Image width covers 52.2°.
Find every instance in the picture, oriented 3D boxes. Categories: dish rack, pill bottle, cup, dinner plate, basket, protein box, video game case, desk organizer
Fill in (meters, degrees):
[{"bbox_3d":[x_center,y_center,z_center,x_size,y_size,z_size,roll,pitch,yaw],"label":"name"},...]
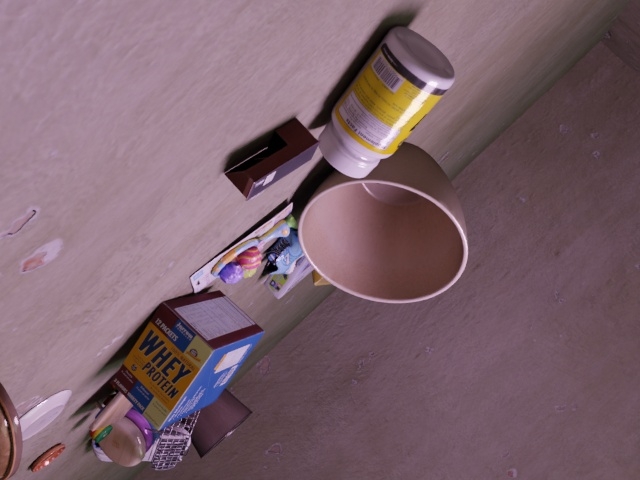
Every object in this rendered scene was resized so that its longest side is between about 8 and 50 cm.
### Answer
[{"bbox_3d":[-0.352,0.418,1.596,0.208,0.074,0.272,58,49,-69],"label":"dish rack"},{"bbox_3d":[0.091,-0.198,0.969,0.208,0.119,0.119,-49,169,36],"label":"pill bottle"},{"bbox_3d":[0.141,-0.068,1.335,0.331,0.331,0.237,-52,-165,45],"label":"cup"},{"bbox_3d":[-0.498,0.317,1.155,0.141,0.017,0.141,-42,172,-7],"label":"dinner plate"},{"bbox_3d":[-0.344,0.483,1.906,0.204,0.227,0.154,-35,168,-43],"label":"basket"},{"bbox_3d":[-0.251,0.223,1.263,0.200,0.136,0.201,-55,163,15],"label":"protein box"},{"bbox_3d":[0.000,0.000,1.637,0.269,0.061,0.244,-39,171,-45],"label":"video game case"},{"bbox_3d":[-0.066,-0.114,0.900,0.130,0.050,0.047,-37,169,-33],"label":"desk organizer"}]

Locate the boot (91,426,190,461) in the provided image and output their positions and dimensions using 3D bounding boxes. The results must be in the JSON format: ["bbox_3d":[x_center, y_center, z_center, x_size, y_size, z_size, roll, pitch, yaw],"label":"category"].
[{"bbox_3d":[-0.480,0.545,1.753,0.258,0.095,0.123,-5,156,-13],"label":"boot"}]

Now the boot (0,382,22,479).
[{"bbox_3d":[-0.479,0.286,0.842,0.115,0.112,0.305,-12,152,-52],"label":"boot"}]

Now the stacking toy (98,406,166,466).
[{"bbox_3d":[-0.423,0.431,1.701,0.141,0.141,0.330,-49,176,32],"label":"stacking toy"}]

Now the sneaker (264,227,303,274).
[{"bbox_3d":[-0.082,0.028,1.455,0.073,0.063,0.162,-17,147,-35],"label":"sneaker"}]

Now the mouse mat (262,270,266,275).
[{"bbox_3d":[-0.073,0.012,1.594,0.152,0.007,0.190,-38,169,-27],"label":"mouse mat"}]

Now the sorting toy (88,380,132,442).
[{"bbox_3d":[-0.420,0.322,1.385,0.274,0.046,0.132,-49,171,2],"label":"sorting toy"}]

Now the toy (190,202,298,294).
[{"bbox_3d":[-0.137,0.032,1.259,0.237,0.056,0.137,-40,170,-17],"label":"toy"}]

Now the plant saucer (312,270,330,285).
[{"bbox_3d":[0.104,0.002,2.077,0.333,0.081,0.333,-44,170,5],"label":"plant saucer"}]

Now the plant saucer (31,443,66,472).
[{"bbox_3d":[-0.607,0.482,1.453,0.083,0.013,0.083,-42,170,-9],"label":"plant saucer"}]
